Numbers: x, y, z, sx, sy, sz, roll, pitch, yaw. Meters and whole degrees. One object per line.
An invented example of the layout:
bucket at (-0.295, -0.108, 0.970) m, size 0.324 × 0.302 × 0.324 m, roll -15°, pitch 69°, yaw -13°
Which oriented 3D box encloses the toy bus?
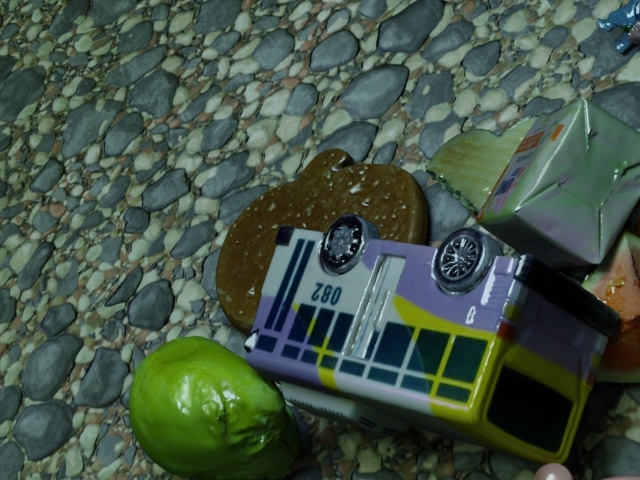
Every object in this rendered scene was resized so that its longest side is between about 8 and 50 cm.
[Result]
toy bus at (0.115, 0.123, 1.602) m, size 0.440 × 0.209 × 0.249 m, roll 9°, pitch 74°, yaw 48°

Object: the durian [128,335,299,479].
durian at (-0.152, 0.237, 1.798) m, size 0.256 × 0.339 × 0.204 m, roll 14°, pitch 72°, yaw 11°

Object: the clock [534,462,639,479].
clock at (0.355, 0.377, 1.421) m, size 0.241 × 0.142 × 0.227 m, roll 2°, pitch 69°, yaw 27°

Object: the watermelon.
watermelon at (0.381, 0.105, 1.584) m, size 0.193 × 0.137 × 0.145 m, roll 52°, pitch 123°, yaw 17°

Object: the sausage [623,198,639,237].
sausage at (0.413, -0.001, 1.684) m, size 0.034 × 0.034 × 0.253 m, roll -3°, pitch 62°, yaw 36°

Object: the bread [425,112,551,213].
bread at (0.264, -0.094, 1.833) m, size 0.232 × 0.064 × 0.172 m, roll -13°, pitch 52°, yaw 30°

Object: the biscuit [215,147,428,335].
biscuit at (0.001, 0.001, 1.972) m, size 0.368 × 0.063 × 0.314 m, roll -13°, pitch 53°, yaw 30°

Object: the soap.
soap at (0.321, -0.068, 1.668) m, size 0.182 × 0.138 × 0.199 m, roll -59°, pitch 6°, yaw -7°

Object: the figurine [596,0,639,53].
figurine at (0.479, -0.351, 1.819) m, size 0.178 × 0.114 × 0.144 m, roll -33°, pitch 45°, yaw 27°
